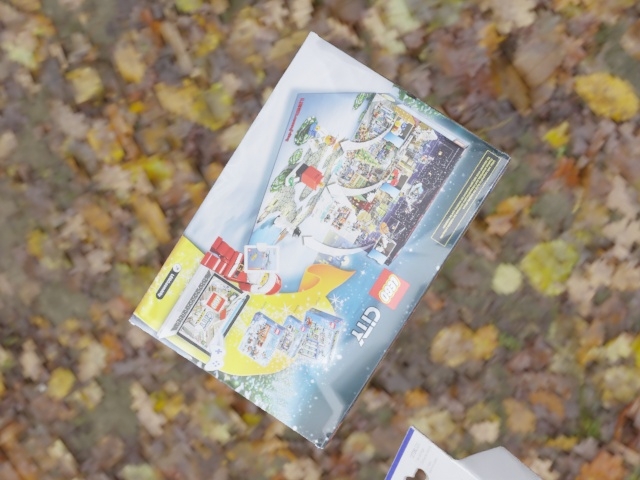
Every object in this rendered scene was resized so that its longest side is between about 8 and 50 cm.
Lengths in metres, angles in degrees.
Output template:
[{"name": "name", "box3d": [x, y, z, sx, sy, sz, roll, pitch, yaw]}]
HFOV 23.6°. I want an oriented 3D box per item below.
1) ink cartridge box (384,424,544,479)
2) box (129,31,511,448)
[{"name": "ink cartridge box", "box3d": [0.231, 0.343, 1.629, 0.371, 0.069, 0.176, 37, 142, 15]}, {"name": "box", "box3d": [0.000, 0.000, 1.035, 0.159, 0.044, 0.233, 33, 94, 5]}]
